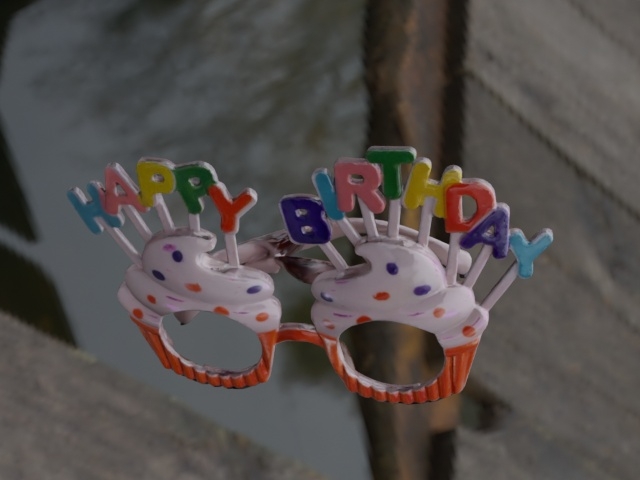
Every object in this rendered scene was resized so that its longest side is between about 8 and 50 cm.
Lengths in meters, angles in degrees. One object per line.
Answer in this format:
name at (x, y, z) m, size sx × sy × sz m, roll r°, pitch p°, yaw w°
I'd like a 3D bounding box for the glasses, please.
glasses at (-0.002, 0.000, 1.020) m, size 0.162 × 0.255 × 0.095 m, roll 78°, pitch 17°, yaw -45°
